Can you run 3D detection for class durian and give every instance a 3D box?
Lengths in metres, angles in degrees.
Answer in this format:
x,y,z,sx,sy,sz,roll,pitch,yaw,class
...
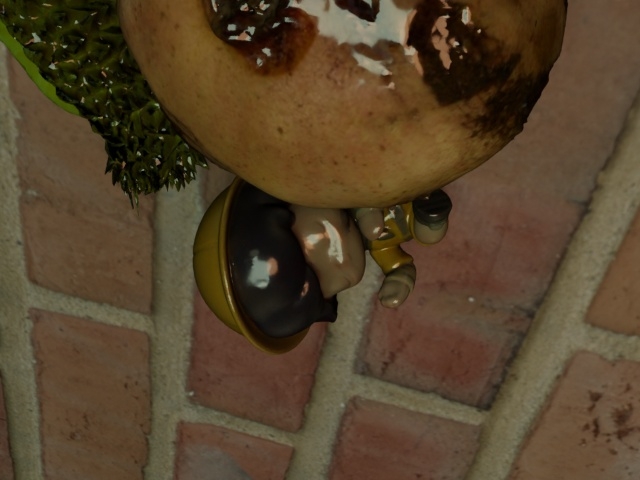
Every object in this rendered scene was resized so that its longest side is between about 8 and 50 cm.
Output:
x,y,z,sx,sy,sz,roll,pitch,yaw,class
-0.223,-0.196,0.681,0.351,0.158,0.169,51,155,-20,durian

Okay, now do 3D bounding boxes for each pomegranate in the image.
x,y,z,sx,sy,sz,roll,pitch,yaw,class
0.013,-0.173,0.511,0.322,0.322,0.322,7,124,10,pomegranate

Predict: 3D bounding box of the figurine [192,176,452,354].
x,y,z,sx,sy,sz,roll,pitch,yaw,class
-0.001,-0.001,0.705,0.257,0.167,0.192,-22,109,1,figurine
